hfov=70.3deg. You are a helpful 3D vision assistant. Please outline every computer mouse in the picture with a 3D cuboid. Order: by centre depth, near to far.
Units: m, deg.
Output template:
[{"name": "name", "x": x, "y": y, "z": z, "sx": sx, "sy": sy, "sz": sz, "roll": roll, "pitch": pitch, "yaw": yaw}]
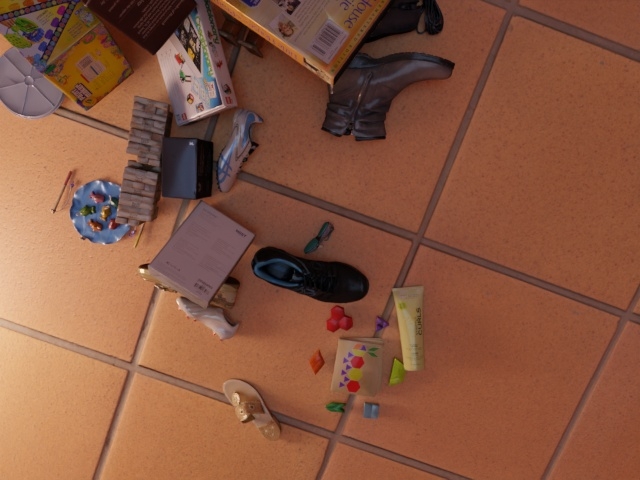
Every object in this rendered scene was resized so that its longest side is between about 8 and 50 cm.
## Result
[{"name": "computer mouse", "x": 0.177, "y": -0.604, "z": 1.180, "sx": 0.273, "sy": 0.072, "sz": 0.188, "roll": -16, "pitch": 99, "yaw": 4}]

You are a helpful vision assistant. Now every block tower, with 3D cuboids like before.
[{"name": "block tower", "x": -0.475, "y": -0.210, "z": 1.235, "sx": 0.091, "sy": 0.097, "sz": 0.334, "roll": 11, "pitch": 99, "yaw": -10}]

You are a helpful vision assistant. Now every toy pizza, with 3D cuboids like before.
[{"name": "toy pizza", "x": -0.790, "y": -0.434, "z": 1.246, "sx": 0.202, "sy": 0.032, "sz": 0.201, "roll": 0, "pitch": 97, "yaw": 1}]

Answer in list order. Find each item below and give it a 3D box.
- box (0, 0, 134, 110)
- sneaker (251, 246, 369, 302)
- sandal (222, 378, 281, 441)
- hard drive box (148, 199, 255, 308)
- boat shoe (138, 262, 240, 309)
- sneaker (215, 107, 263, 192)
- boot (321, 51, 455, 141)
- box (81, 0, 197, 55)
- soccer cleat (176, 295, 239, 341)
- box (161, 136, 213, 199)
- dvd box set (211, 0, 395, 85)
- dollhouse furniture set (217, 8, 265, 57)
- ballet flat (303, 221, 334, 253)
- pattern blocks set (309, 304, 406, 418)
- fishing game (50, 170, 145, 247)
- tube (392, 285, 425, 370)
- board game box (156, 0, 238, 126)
[{"name": "box", "x": -0.643, "y": -0.507, "z": 1.087, "sx": 0.177, "sy": 0.290, "sz": 0.279, "roll": -44, "pitch": 95, "yaw": -7}, {"name": "sneaker", "x": -0.030, "y": 0.112, "z": 1.265, "sx": 0.342, "sy": 0.139, "sz": 0.124, "roll": 13, "pitch": 97, "yaw": -2}, {"name": "sandal", "x": -0.205, "y": 0.519, "z": 1.363, "sx": 0.088, "sy": 0.079, "sz": 0.240, "roll": -39, "pitch": 96, "yaw": 6}, {"name": "hard drive box", "x": -0.316, "y": 0.037, "z": 1.227, "sx": 0.181, "sy": 0.089, "sz": 0.232, "roll": 34, "pitch": 64, "yaw": -3}, {"name": "boat shoe", "x": -0.378, "y": 0.128, "z": 1.292, "sx": 0.286, "sy": 0.104, "sz": 0.089, "roll": 13, "pitch": 101, "yaw": -3}, {"name": "sneaker", "x": -0.223, "y": -0.238, "z": 1.240, "sx": 0.086, "sy": 0.085, "sz": 0.237, "roll": 21, "pitch": 100, "yaw": 3}, {"name": "boot", "x": 0.174, "y": -0.375, "z": 1.208, "sx": 0.339, "sy": 0.118, "sz": 0.222, "roll": 4, "pitch": 102, "yaw": 12}, {"name": "box", "x": -0.431, "y": -0.572, "z": 1.021, "sx": 0.167, "sy": 0.203, "sz": 0.168, "roll": -45, "pitch": 69, "yaw": 10}, {"name": "soccer cleat", "x": -0.328, "y": 0.214, "z": 1.328, "sx": 0.196, "sy": 0.068, "sz": 0.076, "roll": 39, "pitch": 93, "yaw": -12}, {"name": "box", "x": -0.352, "y": -0.192, "z": 1.213, "sx": 0.093, "sy": 0.158, "sz": 0.155, "roll": 4, "pitch": 99, "yaw": 1}, {"name": "dvd box set", "x": -0.052, "y": -0.606, "z": 1.058, "sx": 0.421, "sy": 0.062, "sz": 0.307, "roll": 35, "pitch": 88, "yaw": 1}, {"name": "dollhouse furniture set", "x": -0.109, "y": -0.602, "z": 1.178, "sx": 0.259, "sy": 0.135, "sz": 0.261, "roll": 27, "pitch": 99, "yaw": 8}, {"name": "ballet flat", "x": 0.000, "y": 0.000, "z": 1.299, "sx": 0.041, "sy": 0.041, "sz": 0.114, "roll": 38, "pitch": 99, "yaw": -5}, {"name": "pattern blocks set", "x": 0.112, "y": 0.373, "z": 1.359, "sx": 0.286, "sy": 0.026, "sz": 0.324, "roll": 16, "pitch": 99, "yaw": -2}, {"name": "fishing game", "x": -0.631, "y": -0.079, "z": 1.297, "sx": 0.264, "sy": 0.041, "sz": 0.189, "roll": 27, "pitch": 96, "yaw": -3}, {"name": "tube", "x": 0.263, "y": 0.254, "z": 1.322, "sx": 0.070, "sy": 0.062, "sz": 0.239, "roll": -2, "pitch": 88, "yaw": -40}, {"name": "board game box", "x": -0.336, "y": -0.471, "z": 1.176, "sx": 0.193, "sy": 0.053, "sz": 0.304, "roll": -8, "pitch": 101, "yaw": 35}]
